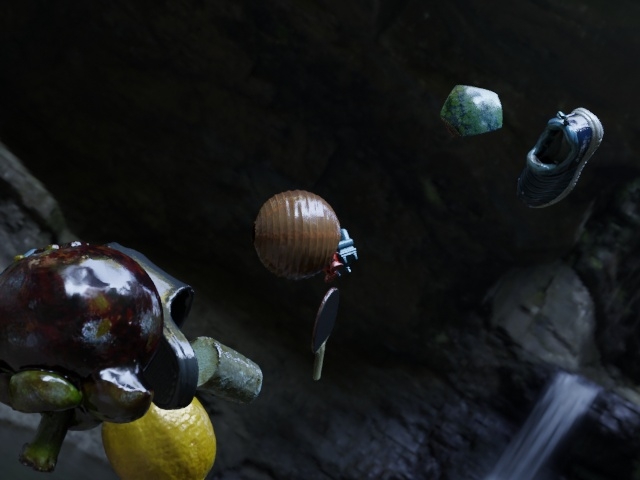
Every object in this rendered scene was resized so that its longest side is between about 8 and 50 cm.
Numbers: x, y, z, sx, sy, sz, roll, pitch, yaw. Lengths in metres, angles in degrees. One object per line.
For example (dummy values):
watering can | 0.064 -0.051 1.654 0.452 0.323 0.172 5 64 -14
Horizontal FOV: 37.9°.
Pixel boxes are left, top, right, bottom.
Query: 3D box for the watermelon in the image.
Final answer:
watermelon | 0.232 -0.188 1.402 0.092 0.085 0.072 28 2 17

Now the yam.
yam | -0.195 0.271 1.888 0.107 0.107 0.194 26 -8 36

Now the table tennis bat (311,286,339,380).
table tennis bat | 0.004 0.141 1.376 0.013 0.087 0.157 17 -60 14

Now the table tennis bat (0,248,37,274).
table tennis bat | -0.477 0.108 1.195 0.215 0.329 0.044 -27 -79 42

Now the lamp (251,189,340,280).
lamp | -0.037 -0.008 1.379 0.136 0.136 0.136 33 -11 8

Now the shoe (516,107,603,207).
shoe | 0.281 -0.096 1.134 0.071 0.143 0.064 -7 50 -38

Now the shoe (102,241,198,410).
shoe | -0.185 0.098 1.076 0.093 0.108 0.241 -3 35 -38

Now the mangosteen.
mangosteen | -0.216 0.090 0.838 0.184 0.172 0.172 59 -6 15

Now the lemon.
lemon | -0.282 0.341 1.619 0.257 0.188 0.188 58 -9 8

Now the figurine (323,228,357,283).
figurine | 0.000 0.000 1.553 0.140 0.075 0.068 49 -36 25
